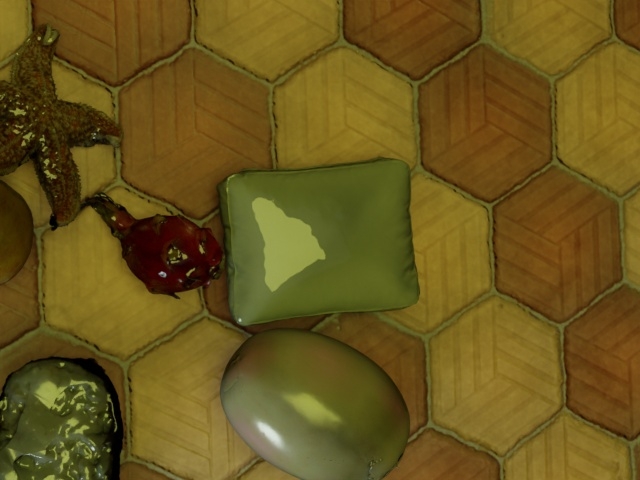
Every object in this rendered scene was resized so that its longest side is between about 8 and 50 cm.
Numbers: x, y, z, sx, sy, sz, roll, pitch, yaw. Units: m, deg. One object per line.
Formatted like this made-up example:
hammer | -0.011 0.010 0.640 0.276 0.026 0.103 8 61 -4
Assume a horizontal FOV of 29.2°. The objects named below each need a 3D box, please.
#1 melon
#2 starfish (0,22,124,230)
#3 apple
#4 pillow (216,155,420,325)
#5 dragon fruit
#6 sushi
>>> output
melon | -0.004 0.264 1.918 0.317 0.223 0.223 33 80 -14
starfish | -0.440 -0.178 1.824 0.312 0.113 0.303 44 43 -7
apple | -0.507 -0.025 1.806 0.182 0.182 0.155 36 77 -12
pillow | 0.000 0.000 1.979 0.322 0.120 0.255 -6 92 -19
dragon fruit | -0.266 -0.001 1.913 0.246 0.125 0.125 34 51 2
sushi | -0.407 0.341 1.817 0.234 0.207 0.349 7 81 -4
